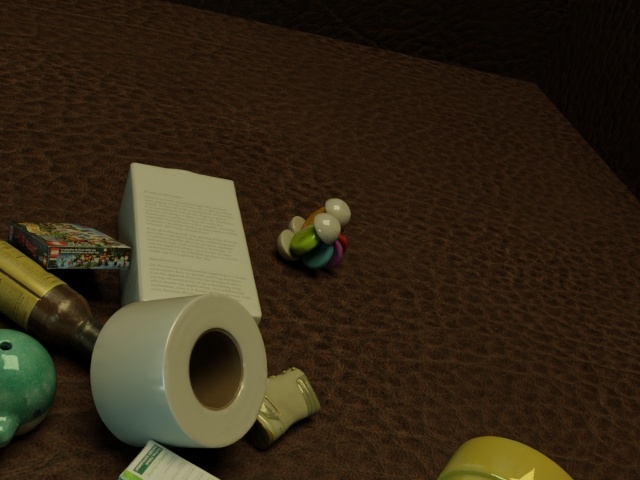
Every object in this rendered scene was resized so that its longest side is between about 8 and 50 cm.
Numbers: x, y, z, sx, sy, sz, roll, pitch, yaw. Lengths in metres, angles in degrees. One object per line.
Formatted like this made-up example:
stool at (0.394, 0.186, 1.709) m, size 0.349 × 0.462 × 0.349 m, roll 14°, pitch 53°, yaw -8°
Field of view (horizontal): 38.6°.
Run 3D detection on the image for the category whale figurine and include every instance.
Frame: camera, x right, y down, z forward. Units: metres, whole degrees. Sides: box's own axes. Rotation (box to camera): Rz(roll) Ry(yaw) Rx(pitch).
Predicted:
whale figurine at (-0.540, 0.226, 1.413) m, size 0.272 × 0.141 × 0.216 m, roll -15°, pitch 48°, yaw -44°

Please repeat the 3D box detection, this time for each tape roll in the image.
tape roll at (-0.226, 0.213, 1.487) m, size 0.169 × 0.246 × 0.246 m, roll -8°, pitch 14°, yaw 35°

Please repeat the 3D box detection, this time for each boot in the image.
boot at (-0.114, 0.265, 1.675) m, size 0.213 × 0.077 × 0.165 m, roll 46°, pitch 38°, yaw 18°

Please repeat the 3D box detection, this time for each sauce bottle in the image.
sauce bottle at (-0.496, 0.117, 1.635) m, size 0.344 × 0.111 × 0.111 m, roll 34°, pitch 33°, yaw 15°

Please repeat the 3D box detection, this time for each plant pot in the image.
plant pot at (0.268, 0.483, 1.454) m, size 0.254 × 0.254 × 0.239 m, roll 34°, pitch 48°, yaw 17°

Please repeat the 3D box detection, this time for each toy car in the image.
toy car at (0.000, 0.000, 2.108) m, size 0.136 × 0.159 × 0.182 m, roll 57°, pitch 29°, yaw -14°

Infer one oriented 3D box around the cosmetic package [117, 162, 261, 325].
cosmetic package at (-0.275, 0.045, 1.825) m, size 0.230 × 0.161 × 0.453 m, roll 10°, pitch 35°, yaw -20°

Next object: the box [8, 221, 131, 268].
box at (-0.486, 0.008, 1.762) m, size 0.159 × 0.044 × 0.233 m, roll 2°, pitch 11°, yaw -36°

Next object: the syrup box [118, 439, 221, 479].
syrup box at (-0.190, 0.415, 1.390) m, size 0.237 × 0.096 × 0.093 m, roll 27°, pitch 34°, yaw 9°
